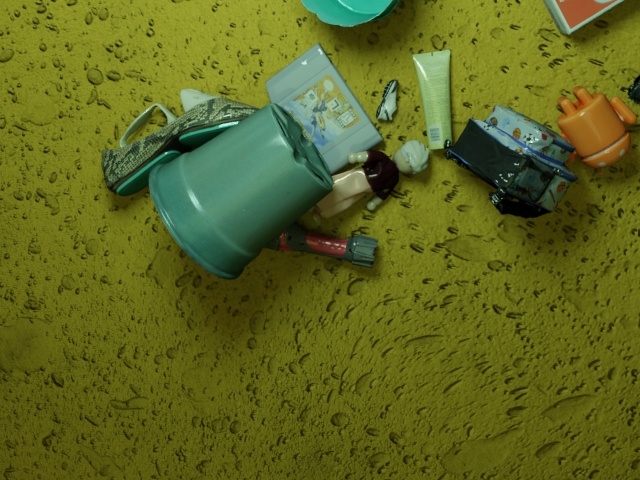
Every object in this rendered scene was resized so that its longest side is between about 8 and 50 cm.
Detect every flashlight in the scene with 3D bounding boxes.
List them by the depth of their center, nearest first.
[{"bbox_3d":[0.000,0.000,1.736,0.304,0.103,0.103,11,105,4],"label":"flashlight"}]

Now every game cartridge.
[{"bbox_3d":[0.001,-0.326,1.661,0.198,0.062,0.297,-34,101,11],"label":"game cartridge"}]

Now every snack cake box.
[{"bbox_3d":[0.648,-0.614,1.480,0.264,0.089,0.152,-30,103,14],"label":"snack cake box"}]

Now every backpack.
[{"bbox_3d":[0.478,-0.187,1.546,0.263,0.276,0.213,25,113,-36],"label":"backpack"}]

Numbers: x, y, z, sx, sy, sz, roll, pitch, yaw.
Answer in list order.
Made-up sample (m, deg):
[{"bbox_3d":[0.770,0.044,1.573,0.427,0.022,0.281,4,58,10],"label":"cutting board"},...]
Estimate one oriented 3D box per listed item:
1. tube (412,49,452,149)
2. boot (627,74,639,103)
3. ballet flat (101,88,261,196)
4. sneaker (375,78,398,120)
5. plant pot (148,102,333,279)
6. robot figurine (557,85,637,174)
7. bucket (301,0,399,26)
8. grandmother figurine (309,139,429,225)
[{"bbox_3d":[0.293,-0.352,1.621,0.062,0.070,0.240,8,111,51],"label":"tube"},{"bbox_3d":[0.815,-0.374,1.560,0.099,0.045,0.121,33,108,-1],"label":"boot"},{"bbox_3d":[-0.376,-0.286,1.673,0.483,0.164,0.181,-24,82,14],"label":"ballet flat"},{"bbox_3d":[0.178,-0.357,1.642,0.044,0.040,0.109,14,112,-15],"label":"sneaker"},{"bbox_3d":[-0.171,-0.134,1.553,0.334,0.341,0.341,-34,101,16],"label":"plant pot"},{"bbox_3d":[0.666,-0.269,1.563,0.158,0.128,0.219,-41,101,-19],"label":"robot figurine"},{"bbox_3d":[0.082,-0.628,1.459,0.281,0.183,0.281,9,114,21],"label":"bucket"},{"bbox_3d":[0.121,-0.163,1.664,0.343,0.208,0.104,-24,59,6],"label":"grandmother figurine"}]
